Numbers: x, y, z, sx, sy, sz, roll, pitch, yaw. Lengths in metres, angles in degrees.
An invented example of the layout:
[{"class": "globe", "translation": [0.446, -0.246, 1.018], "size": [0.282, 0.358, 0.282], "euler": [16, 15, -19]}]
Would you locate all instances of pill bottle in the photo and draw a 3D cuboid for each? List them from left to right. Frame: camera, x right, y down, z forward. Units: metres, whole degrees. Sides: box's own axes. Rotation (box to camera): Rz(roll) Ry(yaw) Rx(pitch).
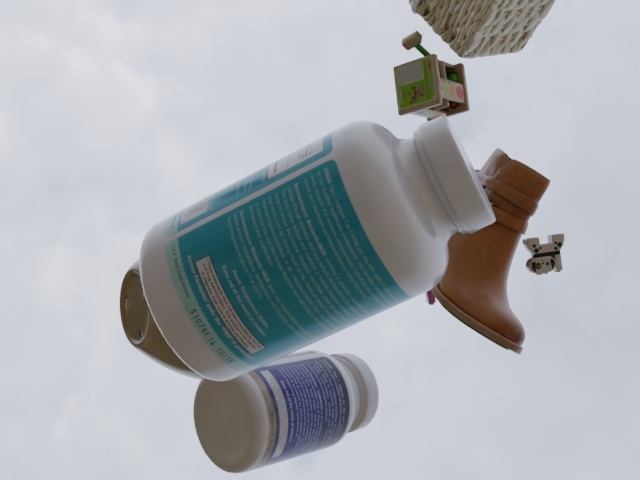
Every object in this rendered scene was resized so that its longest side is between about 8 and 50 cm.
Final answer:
[{"class": "pill bottle", "translation": [-0.044, 0.245, 1.246], "size": [0.153, 0.264, 0.153], "euler": [2, -87, 45]}, {"class": "pill bottle", "translation": [0.000, 0.000, 0.666], "size": [0.264, 0.146, 0.146], "euler": [-25, -89, 15]}]

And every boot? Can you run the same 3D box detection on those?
[{"class": "boot", "translation": [0.169, 0.002, 0.795], "size": [0.152, 0.073, 0.197], "euler": [-48, -139, 10]}]

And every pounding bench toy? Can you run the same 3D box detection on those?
[{"class": "pounding bench toy", "translation": [0.117, -0.173, 0.876], "size": [0.052, 0.065, 0.083], "euler": [-11, -98, 41]}]

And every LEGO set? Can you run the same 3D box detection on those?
[{"class": "LEGO set", "translation": [0.236, 0.052, 1.207], "size": [0.227, 0.087, 0.093], "euler": [-9, -88, -6]}]

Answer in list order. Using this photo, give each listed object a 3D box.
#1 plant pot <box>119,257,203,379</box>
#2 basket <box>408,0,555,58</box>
[{"class": "plant pot", "translation": [-0.223, 0.104, 1.396], "size": [0.284, 0.190, 0.284], "euler": [1, -89, 55]}, {"class": "basket", "translation": [0.186, -0.280, 0.861], "size": [0.103, 0.113, 0.167], "euler": [58, -37, 24]}]
